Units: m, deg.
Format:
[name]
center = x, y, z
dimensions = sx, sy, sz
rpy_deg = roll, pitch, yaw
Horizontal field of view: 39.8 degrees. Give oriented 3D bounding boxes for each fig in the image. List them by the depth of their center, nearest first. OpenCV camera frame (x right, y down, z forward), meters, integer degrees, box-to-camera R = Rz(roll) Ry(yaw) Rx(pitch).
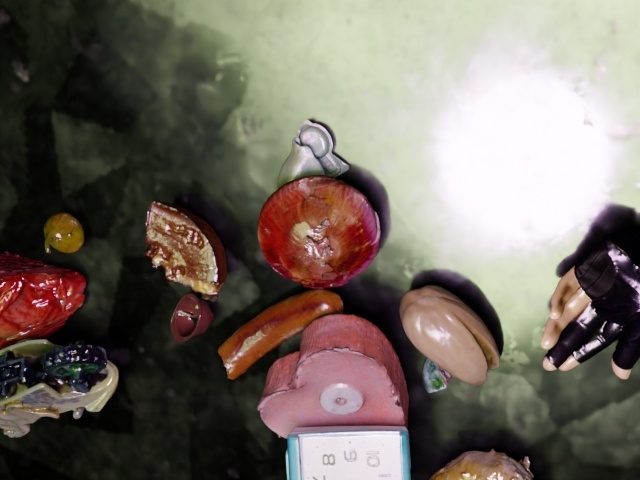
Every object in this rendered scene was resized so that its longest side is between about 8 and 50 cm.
[fig]
center = -0.538, -0.015, 1.825
dimensions = 0.082, 0.098, 0.084
rpy_deg = 3, 95, 18

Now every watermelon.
[watermelon]
center = 0.228, 0.261, 1.705
dimensions = 0.061, 0.085, 0.085
rpy_deg = -3, 107, -12

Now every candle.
[candle]
center = 0.051, 0.278, 1.694
dimensions = 0.287, 0.131, 0.317
rpy_deg = 26, 132, -12

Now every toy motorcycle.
[toy motorcycle]
center = -0.603, 0.303, 1.876
dimensions = 0.410, 0.237, 0.169
rpy_deg = -15, 59, 19

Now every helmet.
[helmet]
center = -0.254, 0.159, 1.811
dimensions = 0.111, 0.057, 0.089
rpy_deg = -49, 53, 32

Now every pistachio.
[pistachio]
center = 0.237, 0.175, 1.633
dimensions = 0.226, 0.136, 0.136
rpy_deg = 45, 113, -7

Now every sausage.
[sausage]
center = -0.081, 0.172, 1.737
dimensions = 0.302, 0.103, 0.076
rpy_deg = -33, 126, 23

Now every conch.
[conch]
center = -0.040, -0.104, 1.655
dimensions = 0.088, 0.065, 0.180
rpy_deg = 21, 120, 21

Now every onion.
[onion]
center = 0.000, 0.000, 1.610
dimensions = 0.229, 0.163, 0.230
rpy_deg = -5, 121, -8

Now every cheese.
[cheese]
center = -0.002, -0.169, 1.650
dimensions = 0.067, 0.026, 0.121
rpy_deg = -30, 100, 25

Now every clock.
[clock]
center = 0.058, 0.477, 1.667
dimensions = 0.231, 0.116, 0.262
rpy_deg = -3, 95, 5

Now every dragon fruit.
[dragon fruit]
center = -0.667, 0.097, 1.874
dimensions = 0.330, 0.302, 0.240
rpy_deg = -10, 71, 4

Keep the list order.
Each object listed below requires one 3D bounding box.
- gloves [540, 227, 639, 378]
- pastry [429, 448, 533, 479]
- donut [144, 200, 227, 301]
[gloves]
center = 0.491, 0.126, 1.520
dimensions = 0.197, 0.152, 0.301
rpy_deg = 48, 122, 22
[pastry]
center = 0.315, 0.521, 1.710
dimensions = 0.257, 0.121, 0.236
rpy_deg = -32, 91, 25
[donut]
center = -0.251, 0.014, 1.731
dimensions = 0.186, 0.126, 0.144
rpy_deg = 21, 104, 6
